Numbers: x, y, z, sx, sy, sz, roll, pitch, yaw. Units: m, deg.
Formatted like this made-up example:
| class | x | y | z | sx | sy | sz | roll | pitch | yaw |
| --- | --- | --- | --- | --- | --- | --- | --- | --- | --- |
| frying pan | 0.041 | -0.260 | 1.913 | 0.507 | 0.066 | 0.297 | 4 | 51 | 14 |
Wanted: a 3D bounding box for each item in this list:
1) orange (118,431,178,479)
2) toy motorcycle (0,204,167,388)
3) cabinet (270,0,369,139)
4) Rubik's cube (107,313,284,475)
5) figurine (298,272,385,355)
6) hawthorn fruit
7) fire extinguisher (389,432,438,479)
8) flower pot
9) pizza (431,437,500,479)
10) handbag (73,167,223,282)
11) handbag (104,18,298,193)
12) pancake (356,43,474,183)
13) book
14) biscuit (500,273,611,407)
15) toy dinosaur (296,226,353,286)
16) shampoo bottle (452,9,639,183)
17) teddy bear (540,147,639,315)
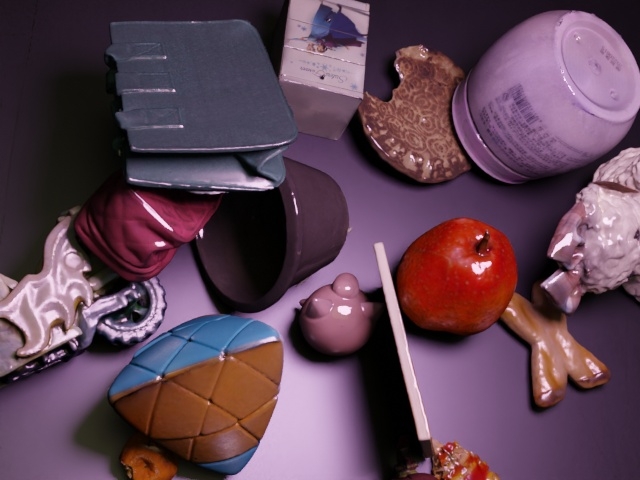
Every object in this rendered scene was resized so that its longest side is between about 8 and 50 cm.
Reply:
| class | x | y | z | sx | sy | sz | roll | pitch | yaw |
| --- | --- | --- | --- | --- | --- | --- | --- | --- | --- |
| orange | -0.240 | 0.308 | 1.198 | 0.086 | 0.062 | 0.086 | 1 | 105 | 2 |
| toy motorcycle | -0.426 | 0.094 | 1.177 | 0.410 | 0.169 | 0.237 | -21 | 83 | -30 |
| cabinet | -0.008 | -0.312 | 1.474 | 0.145 | 0.150 | 0.206 | 11 | 65 | -12 |
| Rubik's cube | -0.143 | 0.162 | 1.197 | 0.254 | 0.254 | 0.254 | 6 | 67 | -14 |
| figurine | 0.027 | 0.118 | 1.317 | 0.125 | 0.138 | 0.125 | 6 | 62 | -12 |
| hawthorn fruit | 0.229 | 0.045 | 1.357 | 0.197 | 0.225 | 0.196 | 7 | 58 | -12 |
| fire extinguisher | 0.144 | 0.454 | 1.214 | 0.105 | 0.141 | 0.341 | -5 | 73 | -14 |
| flower pot | -0.066 | -0.027 | 1.312 | 0.166 | 0.269 | 0.269 | -5 | 68 | -43 |
| pizza | 0.234 | 0.390 | 1.310 | 0.188 | 0.062 | 0.199 | -30 | 78 | -27 |
| handbag | -0.239 | -0.049 | 1.205 | 0.146 | 0.135 | 0.225 | 43 | 28 | -13 |
| handbag | -0.177 | -0.196 | 1.187 | 0.238 | 0.089 | 0.326 | -2 | 44 | -17 |
| pancake | 0.182 | -0.235 | 1.540 | 0.286 | 0.033 | 0.288 | 7 | 66 | -25 |
| book | 0.129 | 0.172 | 1.284 | 0.020 | 0.208 | 0.295 | -14 | 67 | 5 |
| biscuit | 0.392 | 0.171 | 1.454 | 0.164 | 0.047 | 0.208 | -15 | 73 | -25 |
| toy dinosaur | 0.014 | 0.004 | 1.417 | 0.058 | 0.037 | 0.180 | 15 | 55 | 15 |
| shampoo bottle | 0.394 | -0.248 | 1.491 | 0.273 | 0.266 | 0.273 | 12 | 67 | -30 |
| teddy bear | 0.579 | -0.008 | 1.439 | 0.375 | 0.327 | 0.362 | 9 | 33 | 12 |
